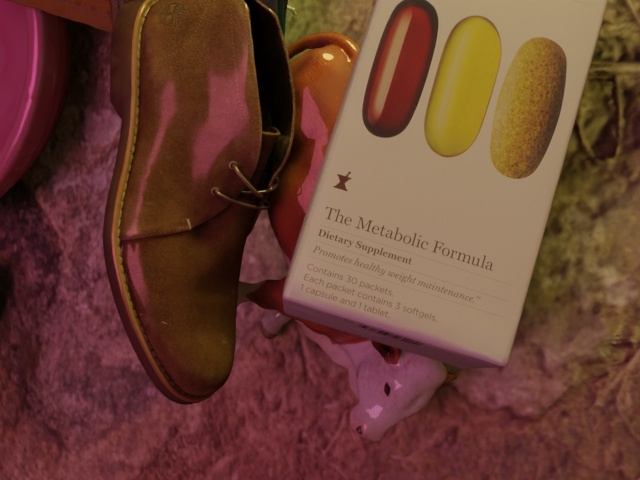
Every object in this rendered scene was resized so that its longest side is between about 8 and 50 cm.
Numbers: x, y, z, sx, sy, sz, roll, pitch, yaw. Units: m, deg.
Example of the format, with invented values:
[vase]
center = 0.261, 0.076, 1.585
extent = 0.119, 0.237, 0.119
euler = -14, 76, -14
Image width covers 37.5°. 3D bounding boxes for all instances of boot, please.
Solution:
[boot]
center = -0.080, -0.033, 0.680
extent = 0.115, 0.112, 0.305
euler = -3, 90, 28

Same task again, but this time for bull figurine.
[bull figurine]
center = 0.000, 0.000, 0.743
extent = 0.188, 0.101, 0.310
euler = -10, 87, 35

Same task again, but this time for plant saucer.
[plant saucer]
center = -0.378, -0.188, 0.989
extent = 0.332, 0.084, 0.332
euler = 0, 90, 32

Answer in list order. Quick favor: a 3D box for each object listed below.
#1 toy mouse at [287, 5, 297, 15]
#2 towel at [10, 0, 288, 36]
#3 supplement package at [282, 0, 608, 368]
[toy mouse]
center = -0.073, -0.241, 0.822
extent = 0.143, 0.031, 0.161
euler = 50, 116, 21
[towel]
center = -0.188, -0.290, 0.757
extent = 0.370, 0.040, 0.271
euler = 19, 135, 13
[supplement package]
center = 0.075, -0.054, 0.607
extent = 0.139, 0.134, 0.244
euler = 17, 82, 0
